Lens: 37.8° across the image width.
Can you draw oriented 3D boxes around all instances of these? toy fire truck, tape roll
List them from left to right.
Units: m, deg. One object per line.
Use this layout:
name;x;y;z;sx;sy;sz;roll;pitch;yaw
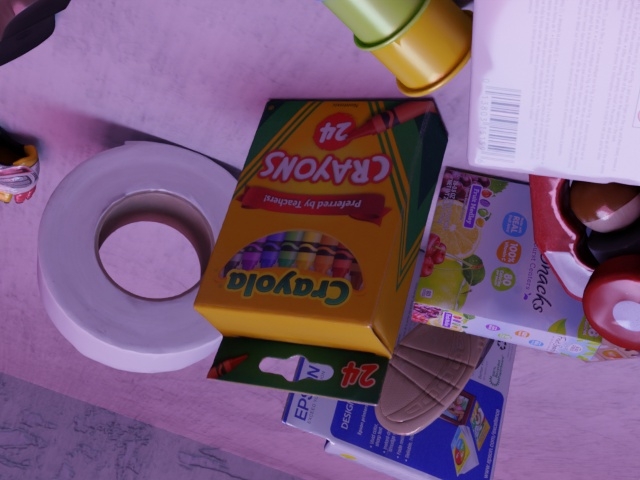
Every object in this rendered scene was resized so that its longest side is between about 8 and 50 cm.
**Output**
tape roll;-0.215;0.020;1.191;0.286;0.286;0.100;20;155;-8
toy fire truck;0.329;-0.050;0.875;0.302;0.169;0.254;-19;112;45

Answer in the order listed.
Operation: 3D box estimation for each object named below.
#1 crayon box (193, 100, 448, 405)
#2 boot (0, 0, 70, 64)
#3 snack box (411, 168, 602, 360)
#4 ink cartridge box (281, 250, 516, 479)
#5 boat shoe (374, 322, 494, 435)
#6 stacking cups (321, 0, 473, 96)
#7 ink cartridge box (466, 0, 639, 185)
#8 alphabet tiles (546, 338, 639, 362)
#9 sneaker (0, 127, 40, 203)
crayon box;0.000;0.000;0.975;0.202;0.318;0.081;3;151;25
boot;-0.349;-0.249;0.978;0.115;0.112;0.305;56;148;-9
snack box;0.223;0.025;1.060;0.207;0.174;0.070;12;157;8
ink cartridge box;0.113;0.159;1.249;0.307;0.303;0.072;24;153;-14
boat shoe;0.170;0.126;1.186;0.103;0.285;0.092;24;166;27
stacking cups;-0.004;-0.240;0.754;0.316;0.096;0.096;34;149;-32
ink cartridge box;0.239;-0.163;0.720;0.239;0.060;0.275;9;136;14
alphabet tiles;0.399;0.130;1.358;0.198;0.009;0.237;34;149;-32
sneaker;-0.490;-0.140;1.284;0.225;0.088;0.092;23;133;-14
